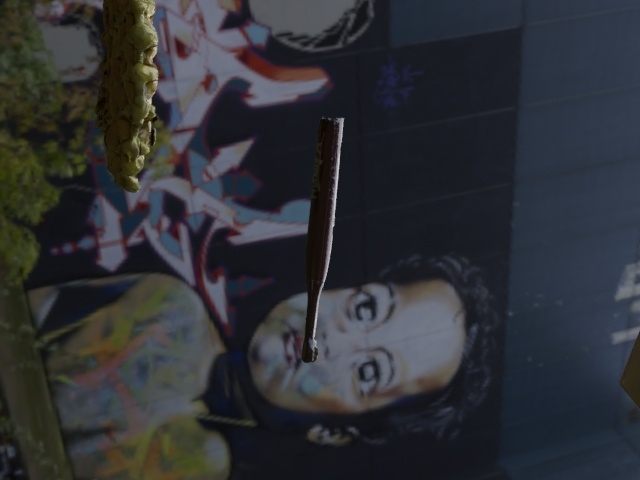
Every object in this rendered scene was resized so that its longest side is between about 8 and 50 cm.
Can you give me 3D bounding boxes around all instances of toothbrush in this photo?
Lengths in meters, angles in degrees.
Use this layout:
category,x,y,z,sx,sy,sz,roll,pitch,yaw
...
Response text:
category,x,y,z,sx,sy,sz,roll,pitch,yaw
toothbrush,-0.001,0.000,1.365,0.041,0.041,0.364,-168,-96,-75

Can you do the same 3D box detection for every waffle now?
category,x,y,z,sx,sy,sz,roll,pitch,yaw
waffle,-0.270,-0.234,1.300,0.307,0.060,0.311,-116,-146,-50

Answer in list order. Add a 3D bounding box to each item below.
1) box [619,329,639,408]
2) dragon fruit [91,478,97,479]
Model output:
category,x,y,z,sx,sy,sz,roll,pitch,yaw
box,0.357,0.152,0.629,0.353,0.069,0.214,55,-24,38
dragon fruit,-0.393,0.550,1.686,0.274,0.161,0.126,65,-23,-5
